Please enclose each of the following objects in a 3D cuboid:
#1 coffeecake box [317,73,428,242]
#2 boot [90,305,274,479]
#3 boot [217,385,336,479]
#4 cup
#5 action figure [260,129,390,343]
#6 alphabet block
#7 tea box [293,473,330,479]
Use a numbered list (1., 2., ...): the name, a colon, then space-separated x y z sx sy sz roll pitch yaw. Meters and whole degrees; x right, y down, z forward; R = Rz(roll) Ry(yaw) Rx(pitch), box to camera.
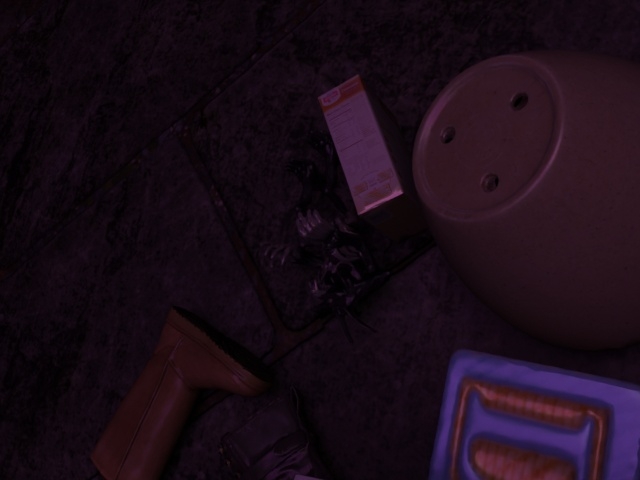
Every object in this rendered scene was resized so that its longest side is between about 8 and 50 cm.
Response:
1. coffeecake box: 0.079 -0.107 0.900 0.068 0.142 0.186 -26 65 19
2. boot: -0.208 0.263 0.987 0.236 0.089 0.270 27 90 42
3. boot: -0.072 0.357 0.889 0.263 0.091 0.229 -43 60 -1
4. cup: 0.234 -0.068 0.699 0.331 0.237 0.331 -22 58 41
5. action figure: 0.000 0.000 0.908 0.164 0.140 0.276 -37 56 48
6. alphabet block: 0.234 0.231 0.692 0.192 0.197 0.194 9 80 30
7. tea box: 0.146 0.360 0.486 0.323 0.329 0.220 -13 43 48
